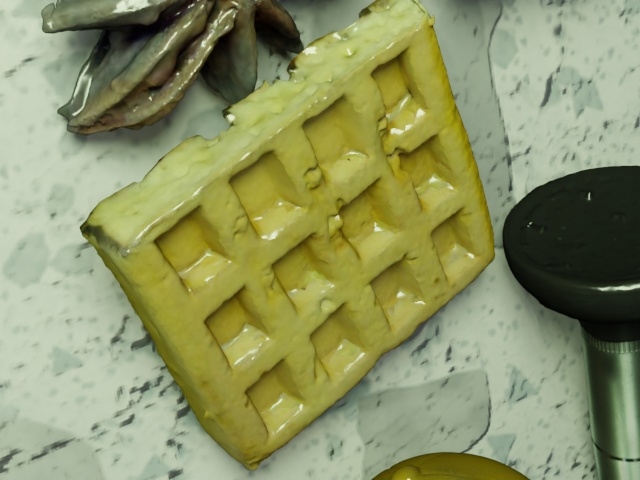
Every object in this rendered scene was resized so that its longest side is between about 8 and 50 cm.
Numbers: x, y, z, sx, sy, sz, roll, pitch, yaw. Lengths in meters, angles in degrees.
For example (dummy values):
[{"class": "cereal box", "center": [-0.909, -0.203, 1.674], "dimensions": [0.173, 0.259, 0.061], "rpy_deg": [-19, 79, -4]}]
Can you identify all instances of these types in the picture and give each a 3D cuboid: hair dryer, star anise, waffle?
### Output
[{"class": "hair dryer", "center": [0.281, 0.053, 0.923], "dimensions": [0.284, 0.155, 0.320], "rpy_deg": [-52, 137, -33]}, {"class": "star anise", "center": [-0.075, -0.161, 0.647], "dimensions": [0.229, 0.093, 0.236], "rpy_deg": [19, 95, -38]}, {"class": "waffle", "center": [0.000, 0.000, 0.712], "dimensions": [0.248, 0.055, 0.221], "rpy_deg": [-39, 134, -16]}]

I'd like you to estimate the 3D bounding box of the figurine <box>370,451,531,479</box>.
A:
[{"class": "figurine", "center": [0.092, 0.258, 0.802], "dimensions": [0.192, 0.167, 0.257], "rpy_deg": [-42, 142, -30]}]
